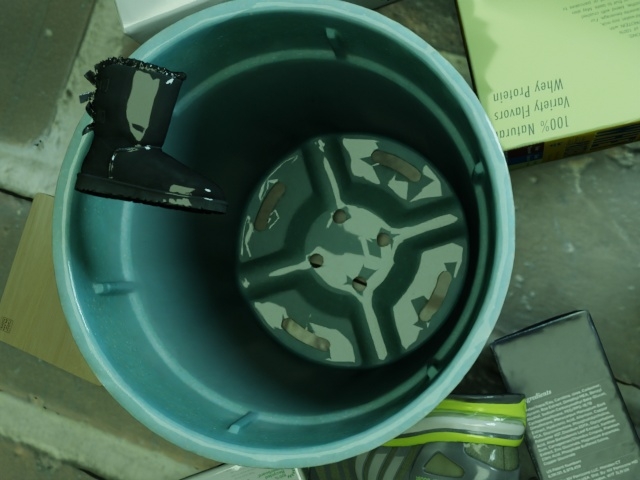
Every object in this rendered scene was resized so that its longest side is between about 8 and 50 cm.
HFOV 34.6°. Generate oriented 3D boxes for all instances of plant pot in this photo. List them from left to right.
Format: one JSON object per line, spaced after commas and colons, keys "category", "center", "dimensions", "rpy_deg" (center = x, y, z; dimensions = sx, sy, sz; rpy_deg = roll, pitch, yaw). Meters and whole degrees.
{"category": "plant pot", "center": [0.000, 0.000, 0.892], "dimensions": [0.341, 0.334, 0.341], "rpy_deg": [-1, 87, 12]}

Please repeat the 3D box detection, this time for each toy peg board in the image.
{"category": "toy peg board", "center": [-0.241, 0.052, 1.080], "dimensions": [0.160, 0.079, 0.161], "rpy_deg": [18, 90, 28]}

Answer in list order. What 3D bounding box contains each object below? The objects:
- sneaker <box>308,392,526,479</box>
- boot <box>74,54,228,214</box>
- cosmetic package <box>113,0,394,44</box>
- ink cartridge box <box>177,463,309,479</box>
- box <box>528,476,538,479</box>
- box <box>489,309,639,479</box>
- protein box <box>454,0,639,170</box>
{"category": "sneaker", "center": [0.071, 0.215, 0.900], "dimensions": [0.111, 0.300, 0.121], "rpy_deg": [11, 66, -22]}
{"category": "boot", "center": [-0.116, -0.074, 0.729], "dimensions": [0.121, 0.045, 0.099], "rpy_deg": [11, 85, 12]}
{"category": "cosmetic package", "center": [-0.013, -0.304, 0.984], "dimensions": [0.365, 0.197, 0.155], "rpy_deg": [-20, 83, 11]}
{"category": "ink cartridge box", "center": [-0.087, 0.339, 1.036], "dimensions": [0.223, 0.045, 0.224], "rpy_deg": [-21, 84, 10]}
{"category": "box", "center": [0.264, 0.363, 0.868], "dimensions": [0.058, 0.232, 0.322], "rpy_deg": [-44, 79, 10]}
{"category": "box", "center": [0.223, 0.150, 0.927], "dimensions": [0.093, 0.156, 0.158], "rpy_deg": [-22, 82, 9]}
{"category": "protein box", "center": [0.235, -0.188, 0.955], "dimensions": [0.199, 0.136, 0.201], "rpy_deg": [-12, 84, 10]}
